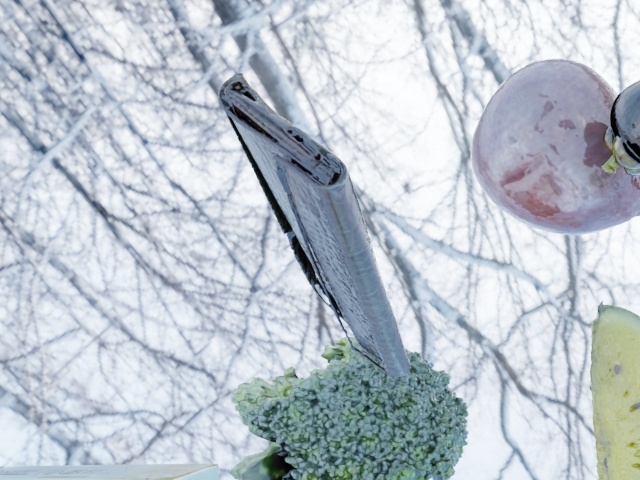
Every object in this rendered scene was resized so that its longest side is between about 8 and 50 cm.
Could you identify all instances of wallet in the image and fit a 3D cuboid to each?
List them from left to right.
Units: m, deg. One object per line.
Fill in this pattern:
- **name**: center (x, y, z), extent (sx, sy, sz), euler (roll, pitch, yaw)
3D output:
- **wallet**: center (0.000, 0.000, 0.691), extent (0.039, 0.243, 0.133), euler (-37, -127, -10)

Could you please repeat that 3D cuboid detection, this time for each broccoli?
- **broccoli**: center (0.043, 0.288, 1.435), extent (0.318, 0.277, 0.338), euler (-24, -176, 18)

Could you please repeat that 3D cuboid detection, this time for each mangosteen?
- **mangosteen**: center (0.431, -0.141, 1.261), extent (0.151, 0.137, 0.137), euler (-43, -152, 21)

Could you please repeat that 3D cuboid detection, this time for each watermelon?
- **watermelon**: center (0.374, 0.224, 1.141), extent (0.123, 0.129, 0.301), euler (-17, -111, 53)

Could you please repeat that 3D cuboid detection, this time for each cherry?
- **cherry**: center (0.360, -0.132, 1.454), extent (0.221, 0.261, 0.307), euler (-28, -116, -33)

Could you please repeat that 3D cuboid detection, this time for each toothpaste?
- **toothpaste**: center (-0.251, 0.274, 0.996), extent (0.313, 0.071, 0.089), euler (-9, 176, 30)
